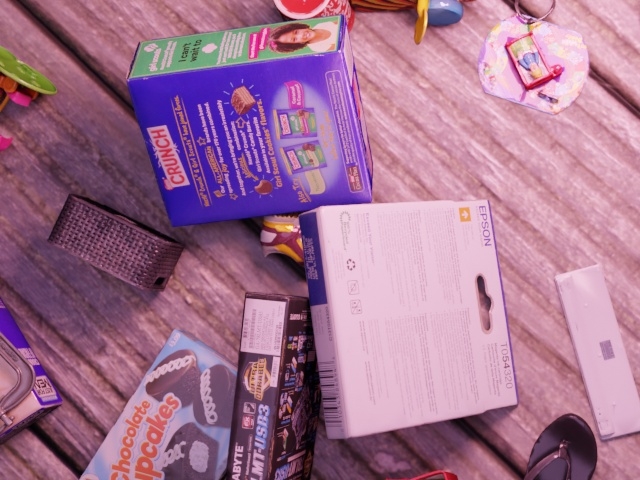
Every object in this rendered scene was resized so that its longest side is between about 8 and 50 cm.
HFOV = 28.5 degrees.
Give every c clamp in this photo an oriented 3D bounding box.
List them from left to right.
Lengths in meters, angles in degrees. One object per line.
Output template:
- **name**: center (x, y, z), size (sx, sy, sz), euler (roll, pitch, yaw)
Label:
- **c clamp**: center (-0.509, 0.213, 1.921), size (0.137, 0.022, 0.161), euler (-40, 83, 0)

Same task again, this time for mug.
- **mug**: center (-0.021, -0.377, 1.911), size (0.113, 0.169, 0.150), euler (-20, 84, 8)

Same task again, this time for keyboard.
- **keyboard**: center (0.421, 0.167, 1.893), size (0.072, 0.014, 0.256), euler (-15, 85, 2)

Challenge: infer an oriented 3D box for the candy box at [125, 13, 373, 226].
- **candy box**: center (-0.097, -0.174, 1.871), size (0.317, 0.122, 0.268), euler (-7, 126, 8)

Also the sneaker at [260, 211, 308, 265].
- **sneaker**: center (0.000, 0.000, 1.945), size (0.185, 0.069, 0.084), euler (9, 109, 6)

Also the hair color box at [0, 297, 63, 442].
- **hair color box**: center (-0.581, 0.167, 1.999), size (0.185, 0.110, 0.339), euler (-34, 84, 4)

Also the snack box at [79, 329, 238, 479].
- **snack box**: center (-0.230, 0.321, 1.958), size (0.187, 0.060, 0.322), euler (32, 92, 9)

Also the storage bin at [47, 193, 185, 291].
- **storage bin**: center (-0.316, 0.004, 1.958), size (0.180, 0.122, 0.084), euler (27, 91, 9)

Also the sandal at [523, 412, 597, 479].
- **sandal**: center (0.331, 0.377, 1.871), size (0.097, 0.054, 0.254), euler (30, 92, 9)

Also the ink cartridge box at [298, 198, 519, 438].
- **ink cartridge box**: center (0.132, 0.107, 1.846), size (0.071, 0.330, 0.324), euler (-14, 82, 52)

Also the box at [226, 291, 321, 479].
- **box**: center (-0.057, 0.225, 1.818), size (0.073, 0.295, 0.293), euler (8, 89, 13)

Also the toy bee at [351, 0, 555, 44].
- **toy bee**: center (0.187, -0.404, 1.883), size (0.298, 0.162, 0.195), euler (-17, 74, 5)

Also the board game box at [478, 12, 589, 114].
- **board game box**: center (0.325, -0.273, 1.921), size (0.168, 0.033, 0.133), euler (20, 90, 9)

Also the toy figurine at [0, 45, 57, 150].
- **toy figurine**: center (-0.530, -0.217, 2.021), size (0.173, 0.130, 0.159), euler (40, 103, 30)

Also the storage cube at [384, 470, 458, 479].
- **storage cube**: center (0.130, 0.450, 1.817), size (0.183, 0.193, 0.215), euler (-18, 76, 7)
